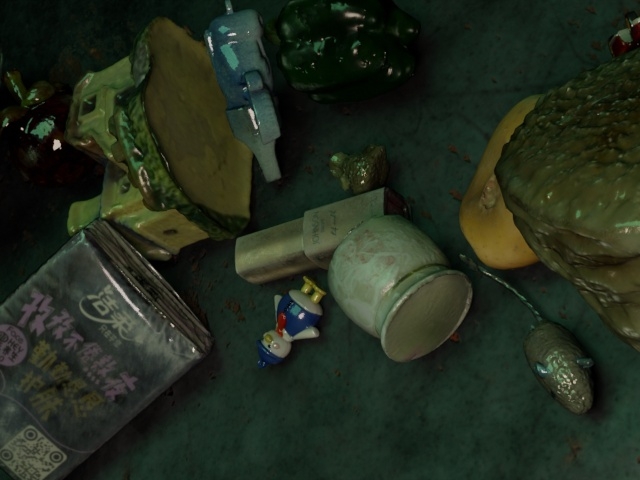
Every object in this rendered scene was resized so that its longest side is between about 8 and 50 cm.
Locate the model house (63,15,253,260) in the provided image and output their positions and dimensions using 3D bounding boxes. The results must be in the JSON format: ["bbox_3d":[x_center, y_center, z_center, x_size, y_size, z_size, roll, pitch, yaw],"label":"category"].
[{"bbox_3d":[-0.268,-0.132,2.120,0.266,0.261,0.321,-22,52,30],"label":"model house"}]

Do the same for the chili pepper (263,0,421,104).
[{"bbox_3d":[0.013,-0.276,2.044,0.261,0.173,0.165,-1,93,42],"label":"chili pepper"}]

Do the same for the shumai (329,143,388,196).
[{"bbox_3d":[0.047,-0.099,1.985,0.080,0.082,0.083,16,109,22],"label":"shumai"}]

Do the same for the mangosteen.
[{"bbox_3d":[-0.437,-0.170,2.305,0.172,0.184,0.172,-45,36,45],"label":"mangosteen"}]

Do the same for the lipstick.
[{"bbox_3d":[0.000,0.000,1.977,0.252,0.077,0.079,-17,61,29],"label":"lipstick"}]

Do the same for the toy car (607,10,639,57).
[{"bbox_3d":[0.416,-0.222,1.749,0.112,0.139,0.112,-16,79,6],"label":"toy car"}]

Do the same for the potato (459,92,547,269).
[{"bbox_3d":[0.267,-0.069,1.777,0.150,0.146,0.234,-88,23,-77],"label":"potato"}]

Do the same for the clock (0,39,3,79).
[{"bbox_3d":[-0.621,-0.165,2.393,0.386,0.076,0.386,-47,35,49],"label":"clock"}]

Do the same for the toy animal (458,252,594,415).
[{"bbox_3d":[0.260,0.107,1.739,0.070,0.079,0.253,-29,54,-4],"label":"toy animal"}]

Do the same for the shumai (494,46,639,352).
[{"bbox_3d":[0.386,-0.018,1.533,0.324,0.323,0.397,-31,24,-8],"label":"shumai"}]

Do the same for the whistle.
[{"bbox_3d":[-0.099,-0.214,2.069,0.093,0.269,0.180,-18,15,-3],"label":"whistle"}]

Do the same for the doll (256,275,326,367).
[{"bbox_3d":[-0.043,0.117,1.974,0.143,0.057,0.099,-55,50,10],"label":"doll"}]

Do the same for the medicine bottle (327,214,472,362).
[{"bbox_3d":[0.101,0.060,1.832,0.147,0.147,0.143,-50,54,7],"label":"medicine bottle"}]

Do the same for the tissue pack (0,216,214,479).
[{"bbox_3d":[-0.363,0.174,2.058,0.361,0.259,0.122,-42,9,13],"label":"tissue pack"}]
